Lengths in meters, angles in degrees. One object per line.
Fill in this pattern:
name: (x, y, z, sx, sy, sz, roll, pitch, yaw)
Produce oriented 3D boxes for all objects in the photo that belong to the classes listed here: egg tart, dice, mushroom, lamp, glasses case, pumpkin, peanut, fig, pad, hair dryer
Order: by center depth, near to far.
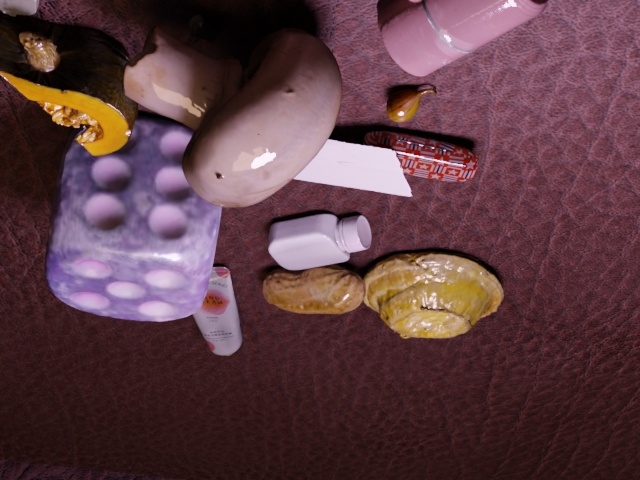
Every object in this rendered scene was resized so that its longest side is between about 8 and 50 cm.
hair dryer: (0.112, -0.371, 1.495, 0.210, 0.125, 0.352, -23, 134, 39)
mushroom: (-0.127, -0.207, 1.674, 0.290, 0.292, 0.292, 37, 142, -12)
pumpkin: (-0.361, -0.248, 1.748, 0.126, 0.131, 0.248, -16, 142, 32)
lamp: (-0.200, -0.292, 1.751, 0.121, 0.041, 0.054, -22, 150, 33)
fig: (0.141, -0.217, 1.827, 0.083, 0.050, 0.050, -27, 141, 16)
glasses case: (0.164, -0.142, 1.941, 0.194, 0.049, 0.073, 12, 155, -3)
pad: (0.034, -0.127, 1.977, 0.232, 0.004, 0.156, 10, 155, 22)
dice: (-0.311, -0.035, 1.980, 0.270, 0.270, 0.271, 9, 150, -9)
peanut: (-0.015, 0.094, 2.344, 0.226, 0.108, 0.095, -3, 179, 27)
egg tart: (0.221, 0.125, 2.351, 0.290, 0.115, 0.290, 5, 152, 2)

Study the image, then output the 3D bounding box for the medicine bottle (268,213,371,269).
medicine bottle: (0.000, 0.000, 2.203, 0.183, 0.069, 0.119, -10, 147, 26)

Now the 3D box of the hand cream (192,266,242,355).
hand cream: (-0.228, 0.153, 2.520, 0.124, 0.078, 0.341, 1, 146, 9)

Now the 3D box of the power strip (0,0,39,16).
power strip: (-0.425, -0.389, 1.614, 0.080, 0.029, 0.227, 13, 150, -8)
